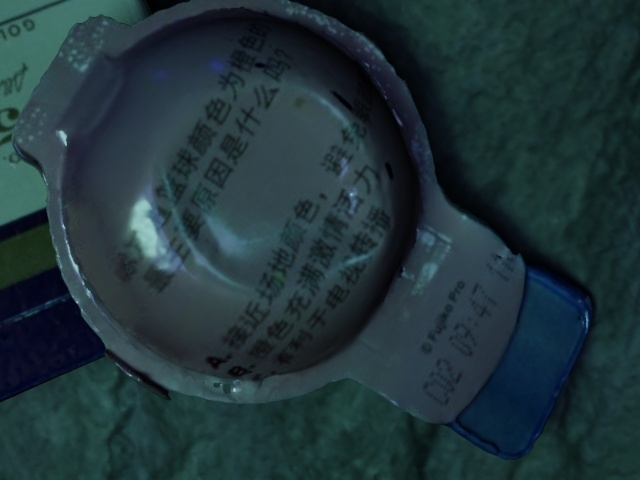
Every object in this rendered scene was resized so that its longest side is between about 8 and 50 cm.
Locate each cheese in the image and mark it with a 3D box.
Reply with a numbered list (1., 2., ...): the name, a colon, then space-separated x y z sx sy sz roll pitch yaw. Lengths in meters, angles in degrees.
1. cheese: 0.000 0.000 0.665 0.286 0.074 0.189 29 80 -18

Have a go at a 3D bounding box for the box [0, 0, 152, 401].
1. box: -0.150 -0.062 0.694 0.168 0.071 0.259 -22 100 -11
